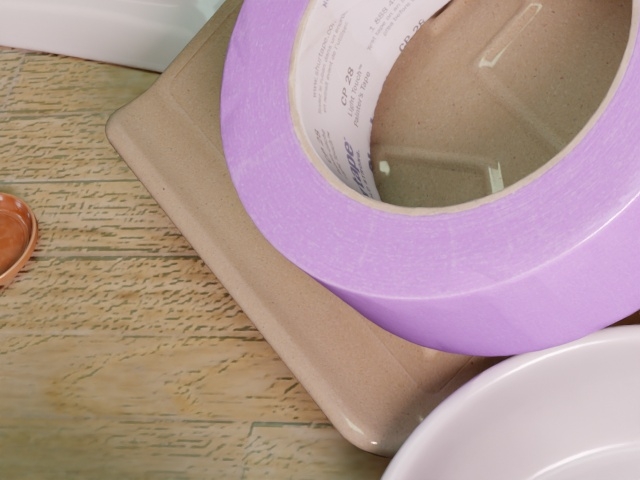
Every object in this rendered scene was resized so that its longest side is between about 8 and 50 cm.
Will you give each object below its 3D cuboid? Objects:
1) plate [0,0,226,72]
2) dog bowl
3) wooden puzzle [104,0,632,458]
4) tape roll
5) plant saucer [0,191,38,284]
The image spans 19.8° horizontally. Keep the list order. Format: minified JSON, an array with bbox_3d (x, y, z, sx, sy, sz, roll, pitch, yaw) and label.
[{"bbox_3d":[-0.114,-0.245,1.355,0.277,0.045,0.278,12,56,28],"label":"plate"},{"bbox_3d":[0.154,0.174,0.871,0.265,0.104,0.265,-10,50,11],"label":"dog bowl"},{"bbox_3d":[0.079,-0.089,1.047,0.348,0.080,0.322,-45,54,5],"label":"wooden puzzle"},{"bbox_3d":[0.087,-0.084,0.935,0.275,0.090,0.274,-13,61,26],"label":"tape roll"},{"bbox_3d":[-0.225,0.004,1.208,0.083,0.013,0.083,-9,50,12],"label":"plant saucer"}]
